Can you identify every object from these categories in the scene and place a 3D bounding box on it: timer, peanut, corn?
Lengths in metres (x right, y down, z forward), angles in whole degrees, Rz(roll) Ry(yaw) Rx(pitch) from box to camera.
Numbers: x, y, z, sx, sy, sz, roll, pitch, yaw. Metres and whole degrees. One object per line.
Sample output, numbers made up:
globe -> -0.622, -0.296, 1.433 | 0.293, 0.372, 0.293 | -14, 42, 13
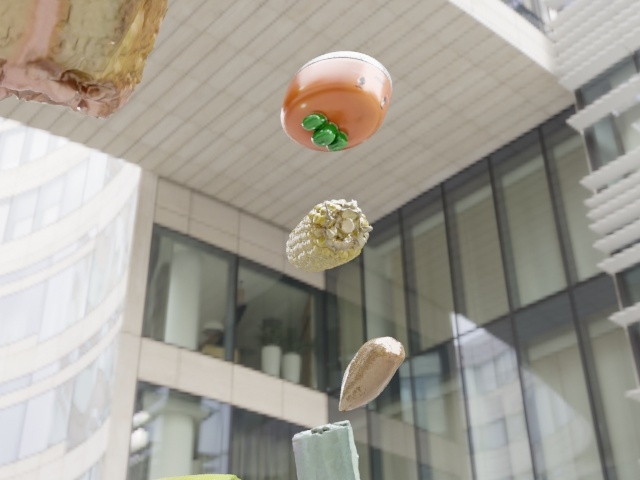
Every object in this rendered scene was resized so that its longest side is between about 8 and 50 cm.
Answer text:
timer -> 0.013, -0.149, 0.994 | 0.136, 0.136, 0.099 | -22, -63, 29
peanut -> 0.079, 0.225, 1.467 | 0.152, 0.076, 0.076 | -50, -42, -3
corn -> 0.000, 0.000, 1.494 | 0.106, 0.106, 0.305 | 8, -10, -14

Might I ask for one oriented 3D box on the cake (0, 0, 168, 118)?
cake -> -0.379, -0.329, 1.190 | 0.307, 0.293, 0.314 | 19, 6, -5

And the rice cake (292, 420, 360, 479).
rice cake -> 0.015, 0.430, 1.547 | 0.124, 0.211, 0.038 | -19, -24, 14

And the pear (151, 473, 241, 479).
pear -> -0.180, 0.364, 0.686 | 0.165, 0.398, 0.399 | 11, -32, 6
